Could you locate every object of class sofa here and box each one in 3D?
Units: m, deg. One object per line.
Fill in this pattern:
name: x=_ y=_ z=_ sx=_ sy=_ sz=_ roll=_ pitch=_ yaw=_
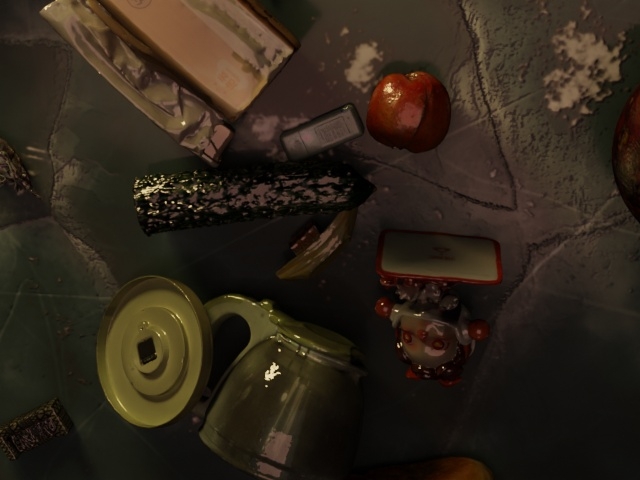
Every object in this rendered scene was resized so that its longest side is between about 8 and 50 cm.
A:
sofa: x=-0.473 y=0.312 z=1.917 sx=0.118 sy=0.039 sz=0.060 roll=-26 pitch=104 yaw=13

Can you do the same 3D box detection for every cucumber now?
cucumber: x=-0.096 y=-0.072 z=1.724 sx=0.359 sy=0.096 sz=0.096 roll=-7 pitch=107 yaw=10

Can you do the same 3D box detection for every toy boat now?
toy boat: x=0.000 y=0.000 z=1.767 sx=0.172 sy=0.065 sz=0.066 roll=-45 pitch=76 yaw=11

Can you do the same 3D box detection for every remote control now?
remote control: x=0.002 y=-0.158 z=1.737 sx=0.124 sy=0.018 sz=0.053 roll=-23 pitch=105 yaw=12

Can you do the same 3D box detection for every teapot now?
teapot: x=-0.062 y=0.228 z=1.797 sx=0.239 sy=0.321 sz=0.239 roll=20 pitch=95 yaw=-43

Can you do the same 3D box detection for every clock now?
clock: x=-0.260 y=0.171 z=1.786 sx=0.235 sy=0.029 sz=0.235 roll=-5 pitch=81 yaw=37

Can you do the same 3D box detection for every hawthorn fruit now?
hawthorn fruit: x=0.127 y=-0.185 z=1.670 sx=0.128 sy=0.128 sz=0.128 roll=1 pitch=108 yaw=4

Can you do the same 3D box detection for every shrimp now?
shrimp: x=-0.488 y=-0.112 z=1.775 sx=0.065 sy=0.056 sz=0.165 roll=-43 pitch=90 yaw=0

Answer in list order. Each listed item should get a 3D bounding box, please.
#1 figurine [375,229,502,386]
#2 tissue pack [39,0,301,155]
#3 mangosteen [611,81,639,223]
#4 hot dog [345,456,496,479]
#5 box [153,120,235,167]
figurine: x=0.169 y=0.120 z=1.753 sx=0.183 sy=0.160 sz=0.226 roll=5 pitch=116 yaw=4
tissue pack: x=-0.207 y=-0.290 z=1.596 sx=0.305 sy=0.238 sz=0.238 roll=42 pitch=106 yaw=-9
mangosteen: x=0.561 y=-0.140 z=1.584 sx=0.306 sy=0.360 sz=0.306 roll=17 pitch=138 yaw=16
hot dog: x=0.092 y=0.474 z=1.826 sx=0.405 sy=0.223 sz=0.185 roll=-10 pitch=104 yaw=7
box: x=-0.183 y=-0.168 z=1.716 sx=0.122 sy=0.089 sz=0.062 roll=38 pitch=97 yaw=-8
